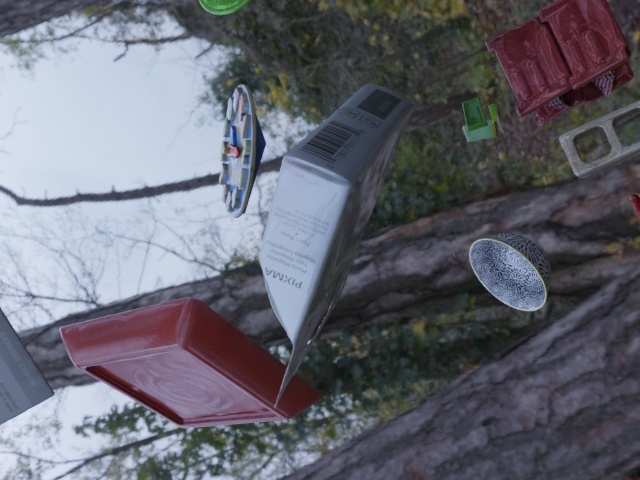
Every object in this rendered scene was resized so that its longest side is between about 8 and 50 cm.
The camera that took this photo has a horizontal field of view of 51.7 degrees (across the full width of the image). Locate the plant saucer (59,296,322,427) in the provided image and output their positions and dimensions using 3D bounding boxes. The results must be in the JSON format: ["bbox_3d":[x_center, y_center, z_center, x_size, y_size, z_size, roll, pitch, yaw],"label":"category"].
[{"bbox_3d":[-0.173,0.177,0.853,0.258,0.259,0.047,46,-136,-37],"label":"plant saucer"}]

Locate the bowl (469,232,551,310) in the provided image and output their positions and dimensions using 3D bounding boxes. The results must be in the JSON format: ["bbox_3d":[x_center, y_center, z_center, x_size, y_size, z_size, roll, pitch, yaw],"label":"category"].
[{"bbox_3d":[0.372,0.043,1.243,0.170,0.080,0.170,40,154,24],"label":"bowl"}]

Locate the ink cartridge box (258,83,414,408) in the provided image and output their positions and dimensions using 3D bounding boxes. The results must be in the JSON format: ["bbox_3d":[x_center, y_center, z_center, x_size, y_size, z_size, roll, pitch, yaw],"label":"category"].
[{"bbox_3d":[0.000,0.000,0.571,0.189,0.066,0.232,-53,-11,-55],"label":"ink cartridge box"}]

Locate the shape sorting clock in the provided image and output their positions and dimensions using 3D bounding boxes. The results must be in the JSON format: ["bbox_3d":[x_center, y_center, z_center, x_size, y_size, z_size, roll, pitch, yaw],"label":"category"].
[{"bbox_3d":[-0.131,-0.138,1.022,0.206,0.040,0.206,-174,90,-68],"label":"shape sorting clock"}]

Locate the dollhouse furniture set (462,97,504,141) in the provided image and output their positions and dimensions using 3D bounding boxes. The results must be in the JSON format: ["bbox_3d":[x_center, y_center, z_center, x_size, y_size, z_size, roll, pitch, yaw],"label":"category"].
[{"bbox_3d":[0.319,-0.218,1.299,0.152,0.076,0.058,41,-142,-61],"label":"dollhouse furniture set"}]

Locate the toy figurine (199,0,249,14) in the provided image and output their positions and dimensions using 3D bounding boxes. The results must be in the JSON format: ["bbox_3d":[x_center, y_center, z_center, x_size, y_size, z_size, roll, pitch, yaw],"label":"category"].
[{"bbox_3d":[-0.162,-0.456,0.999,0.130,0.173,0.159,57,-166,25],"label":"toy figurine"}]

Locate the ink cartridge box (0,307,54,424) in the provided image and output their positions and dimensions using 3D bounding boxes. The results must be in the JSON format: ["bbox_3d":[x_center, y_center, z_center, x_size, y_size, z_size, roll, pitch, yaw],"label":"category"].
[{"bbox_3d":[-0.454,0.106,0.684,0.275,0.239,0.060,64,165,-13],"label":"ink cartridge box"}]

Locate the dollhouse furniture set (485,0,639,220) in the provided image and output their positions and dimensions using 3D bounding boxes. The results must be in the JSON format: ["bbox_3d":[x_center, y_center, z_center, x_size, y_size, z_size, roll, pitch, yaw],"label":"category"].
[{"bbox_3d":[0.390,-0.137,0.915,0.201,0.152,0.374,-6,-107,-63],"label":"dollhouse furniture set"}]
